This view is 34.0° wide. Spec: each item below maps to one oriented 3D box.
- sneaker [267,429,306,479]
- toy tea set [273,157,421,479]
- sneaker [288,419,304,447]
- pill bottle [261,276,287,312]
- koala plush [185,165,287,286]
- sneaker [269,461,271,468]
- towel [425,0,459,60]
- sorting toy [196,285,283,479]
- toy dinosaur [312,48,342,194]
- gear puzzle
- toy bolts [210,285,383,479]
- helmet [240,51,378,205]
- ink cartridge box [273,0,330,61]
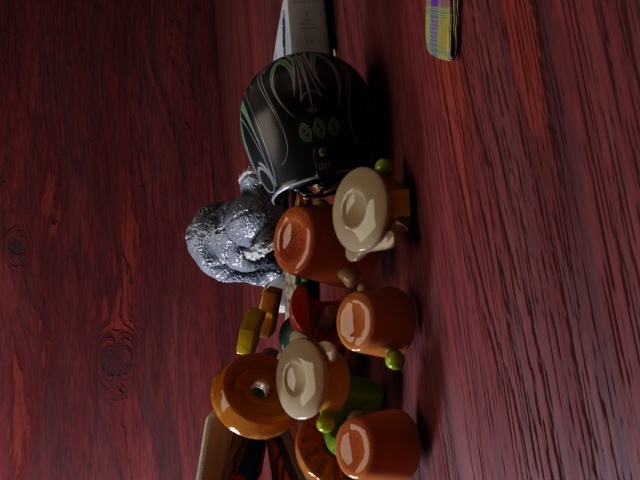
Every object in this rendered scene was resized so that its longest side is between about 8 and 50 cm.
[{"bbox_3d":[-0.059,0.397,1.347,0.124,0.180,0.321,56,-171,-46],"label":"sneaker"},{"bbox_3d":[0.050,0.091,1.101,0.200,0.124,0.336,-10,78,51],"label":"toy tea set"},{"bbox_3d":[0.027,0.287,1.321,0.178,0.077,0.072,61,-175,22],"label":"sneaker"},{"bbox_3d":[-0.069,0.098,1.888,0.116,0.065,0.065,145,123,-79],"label":"pill bottle"},{"bbox_3d":[-0.131,-0.023,1.929,0.221,0.203,0.196,143,125,-65],"label":"koala plush"},{"bbox_3d":[-0.032,0.284,1.611,0.081,0.090,0.232,-102,13,-49],"label":"sneaker"},{"bbox_3d":[0.103,-0.185,0.891,0.083,0.009,0.060,-124,32,-75],"label":"towel"},{"bbox_3d":[-0.093,0.225,1.335,0.229,0.041,0.307,-42,-36,-69],"label":"sorting toy"},{"bbox_3d":[0.011,-0.134,1.400,0.112,0.064,0.211,-36,45,41],"label":"toy dinosaur"},{"bbox_3d":[-0.031,0.090,1.741,0.175,0.044,0.339,170,100,-83],"label":"gear puzzle"},{"bbox_3d":[-0.034,0.181,1.256,0.158,0.218,0.228,118,159,-49],"label":"toy bolts"},{"bbox_3d":[-0.013,-0.133,1.176,0.169,0.169,0.161,126,132,-76],"label":"helmet"},{"bbox_3d":[-0.036,-0.315,1.566,0.275,0.060,0.239,114,151,-75],"label":"ink cartridge box"}]
